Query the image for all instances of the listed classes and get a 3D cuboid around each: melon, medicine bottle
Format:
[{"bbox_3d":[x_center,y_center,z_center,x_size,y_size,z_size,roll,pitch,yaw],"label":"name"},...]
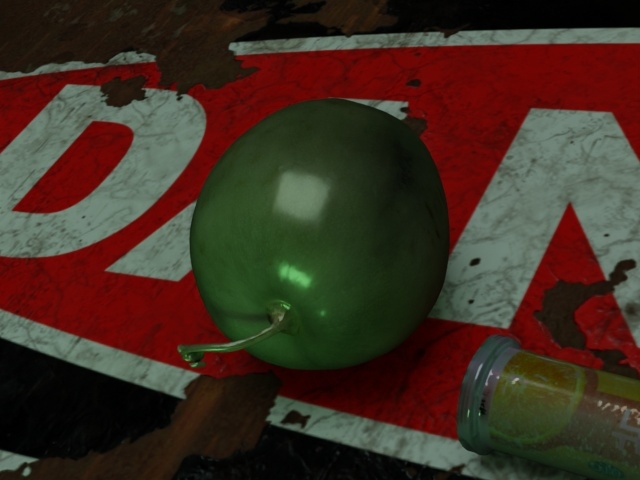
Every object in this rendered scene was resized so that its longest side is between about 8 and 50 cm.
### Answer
[{"bbox_3d":[0.002,-0.010,1.237,0.272,0.271,0.308,-14,46,7],"label":"melon"},{"bbox_3d":[0.320,0.172,1.000,0.426,0.108,0.108,12,47,33],"label":"medicine bottle"}]
